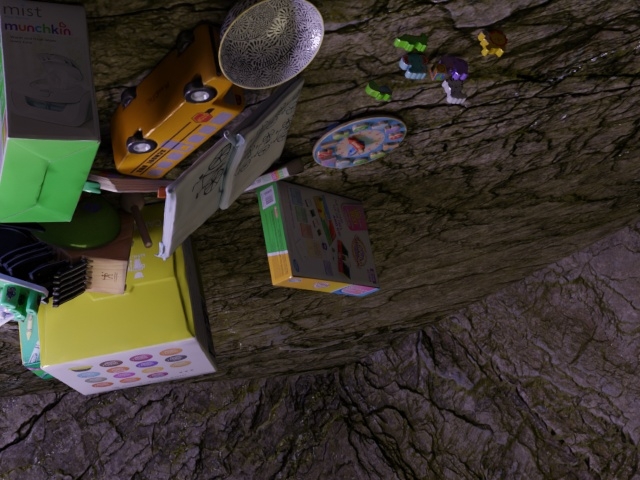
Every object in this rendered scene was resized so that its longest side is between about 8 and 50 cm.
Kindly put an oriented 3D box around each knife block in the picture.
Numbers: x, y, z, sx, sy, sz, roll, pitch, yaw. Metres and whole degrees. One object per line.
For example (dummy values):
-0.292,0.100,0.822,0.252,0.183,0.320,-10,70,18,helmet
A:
-0.504,0.025,1.617,0.242,0.275,0.088,8,122,-12,knife block

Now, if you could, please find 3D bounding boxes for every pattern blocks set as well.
-0.374,-0.115,1.507,0.285,0.026,0.325,11,-171,16,pattern blocks set

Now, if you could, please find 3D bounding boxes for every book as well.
-0.117,-0.135,1.730,0.144,0.035,0.096,-17,-173,22,book

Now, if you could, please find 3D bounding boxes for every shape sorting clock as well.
0.083,-0.204,1.701,0.206,0.040,0.206,-10,160,-4,shape sorting clock

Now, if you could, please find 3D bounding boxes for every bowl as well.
-0.087,-0.318,1.214,0.170,0.080,0.170,-22,148,-14,bowl

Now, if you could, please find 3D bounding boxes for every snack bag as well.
-0.171,-0.125,1.500,0.342,0.037,0.323,-46,174,-25,snack bag

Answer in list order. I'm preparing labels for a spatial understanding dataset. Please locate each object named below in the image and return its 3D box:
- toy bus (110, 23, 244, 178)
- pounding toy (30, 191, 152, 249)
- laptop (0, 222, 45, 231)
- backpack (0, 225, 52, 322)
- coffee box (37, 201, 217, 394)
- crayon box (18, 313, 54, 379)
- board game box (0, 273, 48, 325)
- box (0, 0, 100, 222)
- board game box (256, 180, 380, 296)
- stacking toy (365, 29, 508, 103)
-0.240,-0.224,1.363,0.130,0.108,0.333,8,152,-43,toy bus
-0.458,-0.075,1.605,0.237,0.183,0.110,0,124,-23,pounding toy
-0.763,-0.029,1.352,0.408,0.236,0.382,-36,155,26,laptop
-0.690,0.048,1.659,0.254,0.191,0.225,19,162,26,backpack
-0.452,0.144,1.893,0.338,0.338,0.334,-11,159,-3,coffee box
-0.669,0.179,1.949,0.081,0.278,0.165,-11,160,-7,crayon box
-0.756,0.107,1.451,0.390,0.050,0.390,24,146,-35,board game box
-0.416,-0.183,1.195,0.127,0.231,0.262,-2,158,-27,box
0.000,0.000,1.910,0.064,0.242,0.316,-26,155,36,board game box
0.206,-0.318,1.462,0.221,0.052,0.167,-2,156,-20,stacking toy
